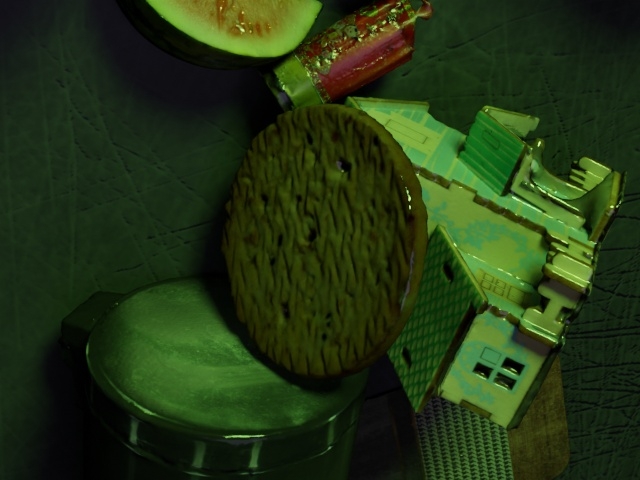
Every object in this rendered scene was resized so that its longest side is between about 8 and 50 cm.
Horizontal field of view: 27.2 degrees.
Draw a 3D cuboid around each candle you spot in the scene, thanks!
[{"bbox_3d":[0.023,-0.133,0.935,0.131,0.052,0.052,-31,123,1],"label":"candle"}]

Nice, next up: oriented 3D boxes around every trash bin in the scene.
[{"bbox_3d":[-0.084,0.204,1.005,0.252,0.203,0.301,17,120,17],"label":"trash bin"}]

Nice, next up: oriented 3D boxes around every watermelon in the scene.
[{"bbox_3d":[-0.085,-0.151,0.897,0.163,0.087,0.069,23,146,-25],"label":"watermelon"}]

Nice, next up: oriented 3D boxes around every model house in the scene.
[{"bbox_3d":[0.090,-0.014,0.945,0.206,0.271,0.178,25,117,6],"label":"model house"}]

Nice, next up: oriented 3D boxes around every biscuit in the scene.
[{"bbox_3d":[0.001,0.000,0.891,0.027,0.188,0.188,1,120,-43],"label":"biscuit"}]

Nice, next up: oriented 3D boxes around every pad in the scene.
[{"bbox_3d":[0.125,0.264,1.191,0.250,0.055,0.323,-18,105,-8],"label":"pad"}]
